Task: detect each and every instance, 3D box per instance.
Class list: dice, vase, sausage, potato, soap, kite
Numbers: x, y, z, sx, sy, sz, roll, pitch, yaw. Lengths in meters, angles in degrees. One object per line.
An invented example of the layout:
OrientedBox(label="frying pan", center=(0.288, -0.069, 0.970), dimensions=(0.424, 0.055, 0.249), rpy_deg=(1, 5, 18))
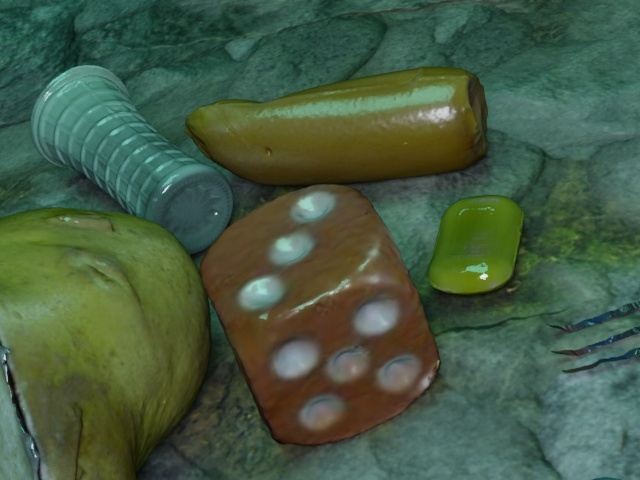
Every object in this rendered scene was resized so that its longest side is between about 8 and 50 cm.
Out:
OrientedBox(label="dice", center=(-0.004, 0.068, 1.091), dimensions=(0.179, 0.175, 0.174), rpy_deg=(-27, 39, -2))
OrientedBox(label="vase", center=(-0.223, -0.095, 1.421), dimensions=(0.143, 0.143, 0.299), rpy_deg=(-35, 44, -18))
OrientedBox(label="sausage", center=(0.010, -0.121, 1.345), dimensions=(0.354, 0.134, 0.116), rpy_deg=(-6, 77, 18))
OrientedBox(label="potato", center=(-0.200, 0.134, 1.065), dimensions=(0.296, 0.290, 0.397), rpy_deg=(-13, 49, -38))
OrientedBox(label="soap", center=(0.158, 0.006, 1.194), dimensions=(0.089, 0.045, 0.140), rpy_deg=(-1, 41, 20))
OrientedBox(label="kite", center=(0.318, 0.067, 1.076), dimensions=(0.229, 0.016, 0.127), rpy_deg=(-14, 35, 3))

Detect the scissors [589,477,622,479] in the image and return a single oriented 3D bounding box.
OrientedBox(label="scissors", center=(0.176, 0.287, 0.851), dimensions=(0.138, 0.041, 0.289), rpy_deg=(17, 48, 40))
